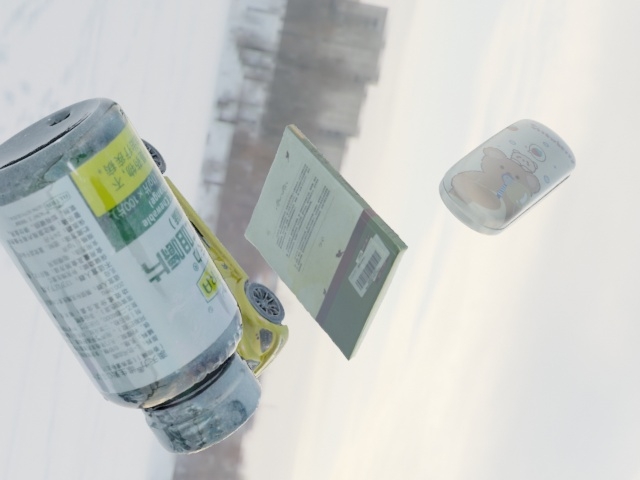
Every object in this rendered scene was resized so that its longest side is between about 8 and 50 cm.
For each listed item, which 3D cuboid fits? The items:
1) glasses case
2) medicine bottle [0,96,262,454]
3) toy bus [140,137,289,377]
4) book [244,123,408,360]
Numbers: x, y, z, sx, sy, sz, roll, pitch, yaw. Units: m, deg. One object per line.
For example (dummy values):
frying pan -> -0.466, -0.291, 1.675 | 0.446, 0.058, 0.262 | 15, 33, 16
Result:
glasses case -> 0.185, -0.064, 1.332 | 0.204, 0.081, 0.051 | -36, 164, -50
medicine bottle -> -0.159, 0.037, 1.133 | 0.293, 0.141, 0.141 | 62, 10, -21
toy bus -> -0.193, 0.034, 1.529 | 0.145, 0.331, 0.151 | -44, 169, 23
book -> 0.000, 0.000, 1.873 | 0.289, 0.026, 0.201 | 51, -48, 36
